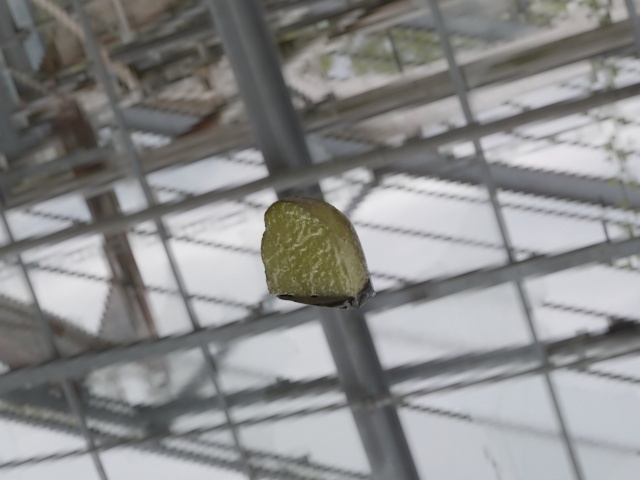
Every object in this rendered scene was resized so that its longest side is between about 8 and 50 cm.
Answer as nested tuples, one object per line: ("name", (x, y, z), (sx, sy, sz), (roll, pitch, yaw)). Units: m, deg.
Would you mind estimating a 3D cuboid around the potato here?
("potato", (0.000, 0.000, 1.388), (0.096, 0.103, 0.066), (7, -149, 27))
